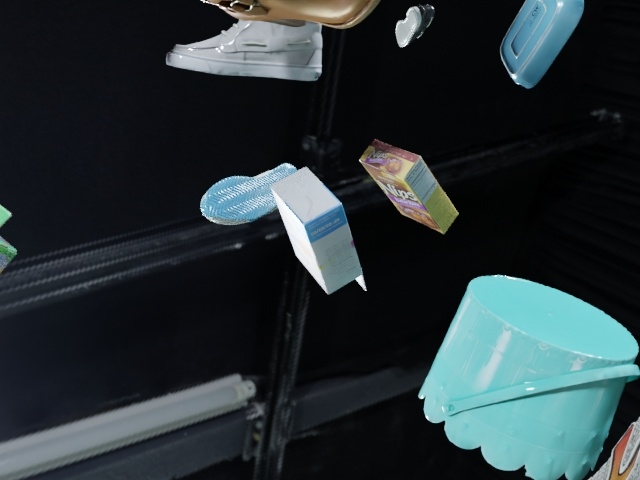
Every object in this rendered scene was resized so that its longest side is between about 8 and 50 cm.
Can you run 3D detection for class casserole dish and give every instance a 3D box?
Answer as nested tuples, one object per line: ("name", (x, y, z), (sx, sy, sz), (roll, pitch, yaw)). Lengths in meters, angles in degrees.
("casserole dish", (0.335, -0.326, 1.130), (0.037, 0.114, 0.188), (5, -41, -21))

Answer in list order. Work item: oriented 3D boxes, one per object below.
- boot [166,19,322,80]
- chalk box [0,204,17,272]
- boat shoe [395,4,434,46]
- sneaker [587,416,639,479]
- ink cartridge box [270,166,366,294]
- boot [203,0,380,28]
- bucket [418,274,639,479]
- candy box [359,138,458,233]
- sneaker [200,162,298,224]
("boot", (-0.123, -0.336, 1.201), (0.258, 0.095, 0.123), (3, -73, -3))
("chalk box", (-0.636, 0.016, 1.267), (0.213, 0.132, 0.132), (-53, -7, -8))
("boat shoe", (0.163, -0.374, 1.266), (0.038, 0.125, 0.046), (-17, -97, -12))
("sneaker", (0.142, 0.101, 0.284), (0.225, 0.088, 0.093), (-32, -39, -43))
("ink cartridge box", (0.000, 0.000, 1.024), (0.061, 0.104, 0.181), (-30, -45, -11))
("boot", (-0.063, -0.354, 0.954), (0.220, 0.283, 0.109), (4, -83, -37))
("bucket", (0.294, 0.182, 1.024), (0.281, 0.281, 0.183), (-1, -65, -41))
("candy box", (0.157, -0.093, 1.276), (0.053, 0.109, 0.186), (-53, -43, -9))
("sneaker", (-0.129, -0.071, 1.316), (0.229, 0.092, 0.087), (-21, -100, -47))
